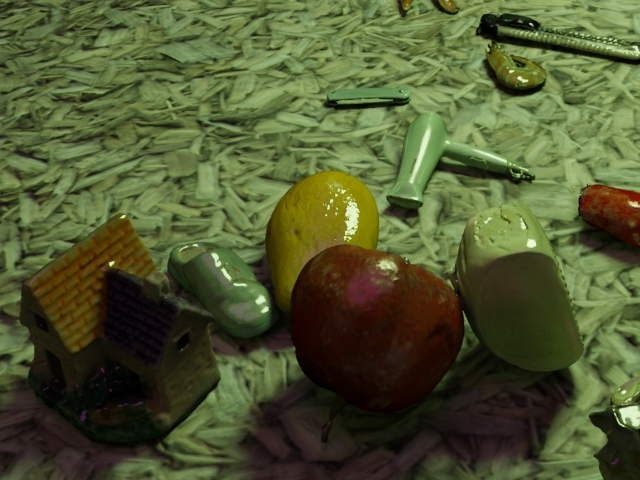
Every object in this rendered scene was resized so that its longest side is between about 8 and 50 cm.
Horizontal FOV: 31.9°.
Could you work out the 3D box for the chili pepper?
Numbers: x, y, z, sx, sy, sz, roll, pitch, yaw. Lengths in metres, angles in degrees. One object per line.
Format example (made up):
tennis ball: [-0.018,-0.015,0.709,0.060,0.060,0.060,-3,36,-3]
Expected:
chili pepper: [0.494,-0.035,1.750,0.192,0.084,0.086,19,62,35]

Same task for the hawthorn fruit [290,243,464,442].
hawthorn fruit: [0.060,0.146,1.507,0.242,0.242,0.271,15,84,24]

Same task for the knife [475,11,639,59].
knife: [0.484,-0.416,2.247,0.365,0.043,0.089,17,46,25]

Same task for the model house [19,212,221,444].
model house: [-0.289,0.122,1.549,0.237,0.237,0.202,28,49,35]

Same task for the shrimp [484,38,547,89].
shrimp: [0.374,-0.344,2.176,0.099,0.041,0.180,-16,39,-12]

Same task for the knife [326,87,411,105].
knife: [0.092,-0.274,2.145,0.162,0.023,0.044,-1,37,8]

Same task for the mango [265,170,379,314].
mango: [0.000,0.000,1.751,0.177,0.119,0.317,10,44,6]

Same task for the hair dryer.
hair dryer: [0.248,-0.118,1.918,0.237,0.075,0.206,11,49,9]

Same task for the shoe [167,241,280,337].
shoe: [-0.156,0.054,1.723,0.103,0.100,0.251,-29,42,-27]

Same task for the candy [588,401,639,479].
candy: [0.447,0.274,1.335,0.195,0.137,0.185,-13,40,-11]

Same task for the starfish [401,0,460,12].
starfish: [0.273,-0.626,2.495,0.375,0.094,0.327,-38,50,-26]

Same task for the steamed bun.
steamed bun: [0.260,0.075,1.541,0.153,0.238,0.170,-18,36,7]

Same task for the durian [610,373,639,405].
durian: [0.444,0.208,1.469,0.110,0.071,0.140,5,39,33]
